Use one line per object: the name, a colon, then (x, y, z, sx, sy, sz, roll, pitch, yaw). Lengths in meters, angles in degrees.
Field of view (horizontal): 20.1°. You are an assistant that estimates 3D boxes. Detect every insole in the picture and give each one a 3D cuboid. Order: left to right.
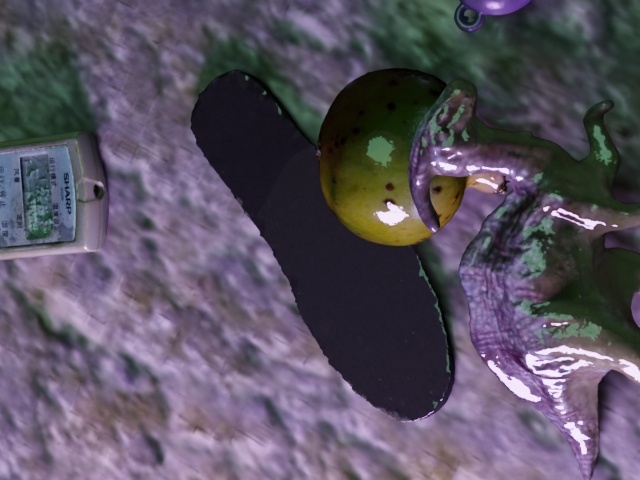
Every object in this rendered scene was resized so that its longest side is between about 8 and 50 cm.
insole: (0.000, 0.000, 1.345, 0.110, 0.012, 0.309, -46, 71, 23)

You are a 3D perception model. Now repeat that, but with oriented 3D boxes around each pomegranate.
pomegranate: (0.058, -0.060, 1.260, 0.130, 0.130, 0.130, 1, 92, 29)

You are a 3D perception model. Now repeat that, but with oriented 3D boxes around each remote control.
remote control: (-0.278, -0.030, 1.483, 0.234, 0.038, 0.098, -5, 90, 28)

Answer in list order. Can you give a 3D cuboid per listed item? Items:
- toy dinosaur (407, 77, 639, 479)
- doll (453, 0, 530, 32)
toy dinosaur: (0.169, 0.020, 1.197, 0.162, 0.077, 0.294, -20, 94, 17)
doll: (0.143, -0.236, 1.232, 0.110, 0.067, 0.206, 27, 94, 16)
